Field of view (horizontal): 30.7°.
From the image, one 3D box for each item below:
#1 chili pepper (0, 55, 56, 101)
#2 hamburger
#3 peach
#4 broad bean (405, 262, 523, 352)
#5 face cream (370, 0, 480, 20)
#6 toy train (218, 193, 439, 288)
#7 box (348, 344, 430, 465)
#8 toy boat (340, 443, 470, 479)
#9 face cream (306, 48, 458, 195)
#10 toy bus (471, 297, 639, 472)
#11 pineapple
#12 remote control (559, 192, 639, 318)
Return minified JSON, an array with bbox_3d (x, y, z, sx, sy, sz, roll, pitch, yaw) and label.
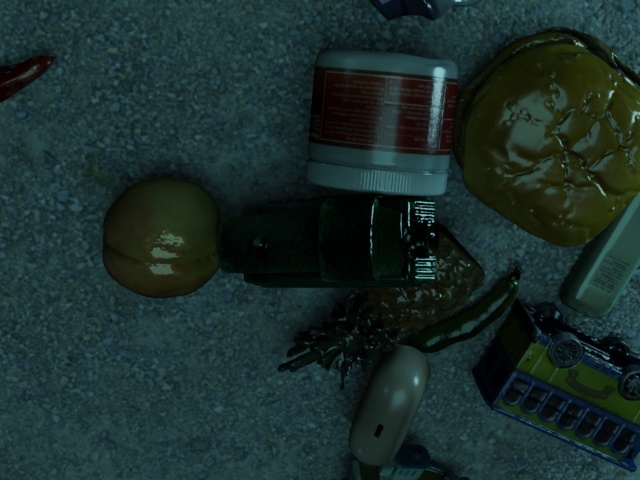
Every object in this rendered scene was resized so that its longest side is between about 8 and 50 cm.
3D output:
[{"bbox_3d":[-0.459,-0.220,1.648,0.191,0.059,0.050,-25,103,7],"label":"chili pepper"},{"bbox_3d":[0.344,-0.154,1.694,0.318,0.158,0.319,-2,110,-6],"label":"hamburger"},{"bbox_3d":[-0.232,-0.001,1.695,0.184,0.184,0.184,-2,111,-4],"label":"peach"},{"bbox_3d":[0.236,0.119,1.853,0.227,0.039,0.069,-39,116,9],"label":"broad bean"},{"bbox_3d":[0.225,-0.467,1.594,0.420,0.137,0.235,-43,108,3],"label":"face cream"},{"bbox_3d":[0.000,0.000,1.645,0.330,0.178,0.139,-2,87,29],"label":"toy train"},{"bbox_3d":[0.108,0.260,1.834,0.088,0.146,0.200,23,120,4],"label":"box"},{"bbox_3d":[0.145,0.389,1.903,0.215,0.088,0.102,10,134,-18],"label":"toy boat"},{"bbox_3d":[0.085,-0.166,1.626,0.201,0.201,0.187,4,98,-7],"label":"face cream"},{"bbox_3d":[0.408,0.230,1.857,0.287,0.138,0.175,26,106,-14],"label":"toy bus"},{"bbox_3d":[0.084,0.113,1.774,0.340,0.169,0.169,-42,109,12],"label":"pineapple"},{"bbox_3d":[0.483,-0.013,1.823,0.090,0.038,0.310,24,107,-12],"label":"remote control"}]
